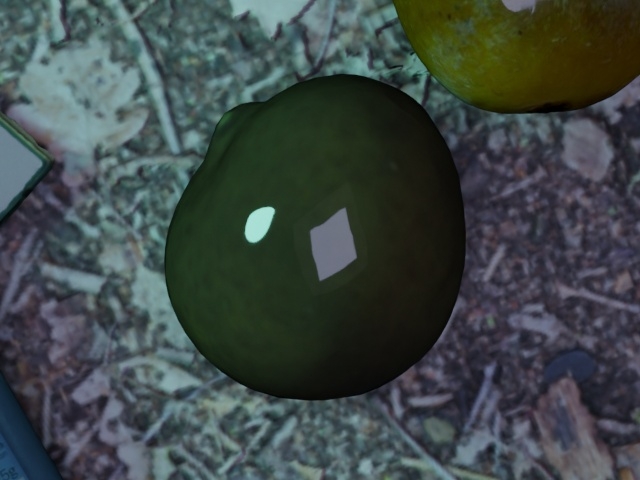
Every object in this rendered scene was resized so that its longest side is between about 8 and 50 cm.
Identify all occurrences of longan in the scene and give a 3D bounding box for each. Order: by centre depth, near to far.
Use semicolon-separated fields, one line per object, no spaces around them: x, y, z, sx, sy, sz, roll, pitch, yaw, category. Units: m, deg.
0.000;0.000;0.918;0.189;0.189;0.189;0;94;-4;longan

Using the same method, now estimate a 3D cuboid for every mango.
0.147;-0.220;0.927;0.192;0.146;0.316;22;78;-7;mango

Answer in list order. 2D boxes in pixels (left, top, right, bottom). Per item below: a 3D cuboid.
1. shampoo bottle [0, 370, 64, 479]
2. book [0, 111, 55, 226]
-0.238;0.077;0.931;0.103;0.061;0.258;-26;108;-6;shampoo bottle
-0.377;0.007;0.953;0.264;0.031;0.379;43;90;-7;book
